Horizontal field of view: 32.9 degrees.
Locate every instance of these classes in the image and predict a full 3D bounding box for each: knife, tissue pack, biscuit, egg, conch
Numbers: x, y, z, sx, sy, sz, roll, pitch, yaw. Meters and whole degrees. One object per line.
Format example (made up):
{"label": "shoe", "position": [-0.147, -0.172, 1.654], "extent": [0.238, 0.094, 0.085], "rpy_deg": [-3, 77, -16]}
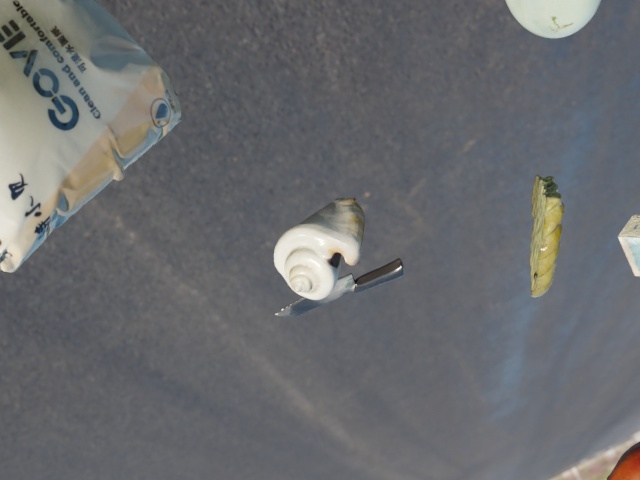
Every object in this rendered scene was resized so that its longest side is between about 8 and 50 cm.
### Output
{"label": "knife", "position": [0.030, 0.079, 1.783], "extent": [0.230, 0.028, 0.060], "rpy_deg": [-23, 149, -2]}
{"label": "tissue pack", "position": [-0.395, -0.199, 1.343], "extent": [0.195, 0.375, 0.390], "rpy_deg": [-20, -155, 49]}
{"label": "tissue pack", "position": [0.580, 0.011, 1.937], "extent": [0.058, 0.094, 0.074], "rpy_deg": [-1, -142, 47]}
{"label": "biscuit", "position": [0.352, -0.003, 1.711], "extent": [0.036, 0.187, 0.273], "rpy_deg": [7, -165, 7]}
{"label": "egg", "position": [0.405, -0.484, 1.895], "extent": [0.182, 0.183, 0.264], "rpy_deg": [-21, 118, -17]}
{"label": "conch", "position": [0.009, 0.008, 1.376], "extent": [0.176, 0.094, 0.104], "rpy_deg": [-37, 165, -46]}

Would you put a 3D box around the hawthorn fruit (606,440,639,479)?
{"label": "hawthorn fruit", "position": [0.606, 0.444, 1.831], "extent": [0.307, 0.265, 0.265], "rpy_deg": [4, 163, 5]}
